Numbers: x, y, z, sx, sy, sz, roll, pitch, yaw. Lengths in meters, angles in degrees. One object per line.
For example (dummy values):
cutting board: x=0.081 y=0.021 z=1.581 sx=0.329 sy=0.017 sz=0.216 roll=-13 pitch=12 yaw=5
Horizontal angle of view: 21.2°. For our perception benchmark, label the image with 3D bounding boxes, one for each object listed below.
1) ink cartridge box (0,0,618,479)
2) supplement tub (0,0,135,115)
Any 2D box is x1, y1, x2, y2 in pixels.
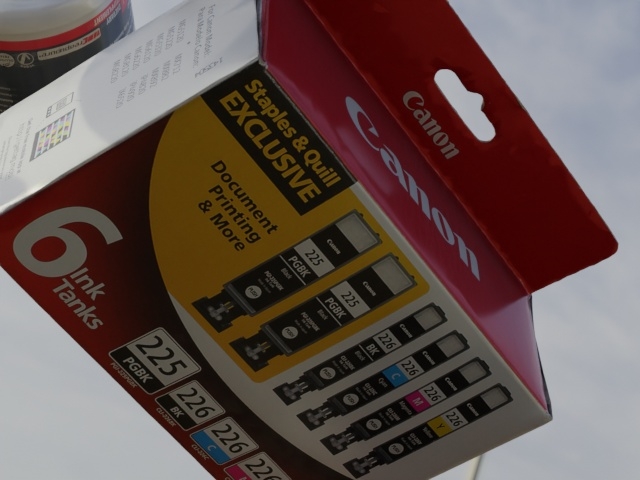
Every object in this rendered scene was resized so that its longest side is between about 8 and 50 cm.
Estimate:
ink cartridge box: x=0.000 y=0.000 z=1.016 sx=0.272 sy=0.130 sz=0.309 roll=-29 pitch=-58 yaw=20
supplement tub: x=-0.278 y=-0.186 z=1.722 sx=0.191 sy=0.191 sz=0.272 roll=14 pitch=-39 yaw=15
